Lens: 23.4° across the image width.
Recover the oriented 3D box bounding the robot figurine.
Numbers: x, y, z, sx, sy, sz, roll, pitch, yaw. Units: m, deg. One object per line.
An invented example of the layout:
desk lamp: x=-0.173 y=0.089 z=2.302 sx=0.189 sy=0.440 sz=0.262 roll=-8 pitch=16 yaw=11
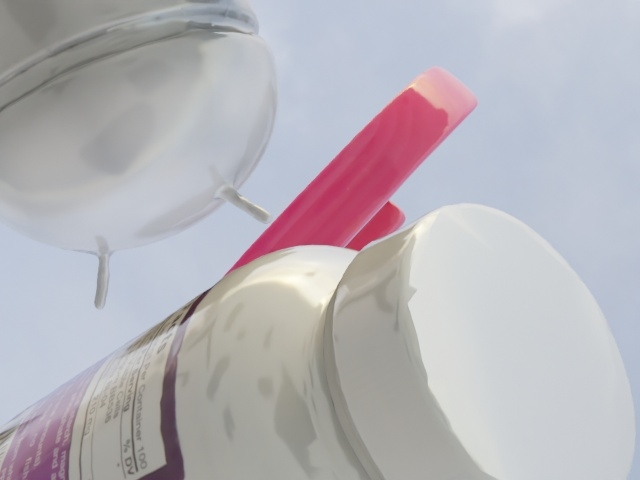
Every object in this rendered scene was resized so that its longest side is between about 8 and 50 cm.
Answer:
robot figurine: x=-0.150 y=-0.143 z=0.941 sx=0.300 sy=0.200 sz=0.353 roll=-30 pitch=-102 yaw=31

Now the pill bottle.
pill bottle: x=-0.023 y=0.104 z=0.649 sx=0.301 sy=0.169 sz=0.169 roll=-32 pitch=-116 yaw=39

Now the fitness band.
fitness band: x=0.000 y=0.000 z=1.053 sx=0.054 sy=0.209 sz=0.291 roll=41 pitch=-102 yaw=7
